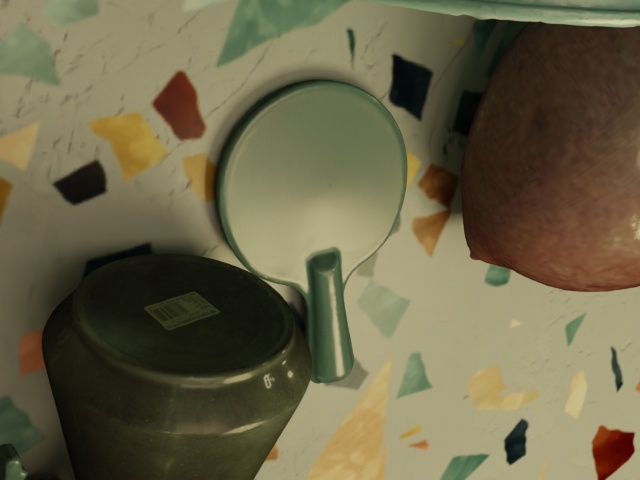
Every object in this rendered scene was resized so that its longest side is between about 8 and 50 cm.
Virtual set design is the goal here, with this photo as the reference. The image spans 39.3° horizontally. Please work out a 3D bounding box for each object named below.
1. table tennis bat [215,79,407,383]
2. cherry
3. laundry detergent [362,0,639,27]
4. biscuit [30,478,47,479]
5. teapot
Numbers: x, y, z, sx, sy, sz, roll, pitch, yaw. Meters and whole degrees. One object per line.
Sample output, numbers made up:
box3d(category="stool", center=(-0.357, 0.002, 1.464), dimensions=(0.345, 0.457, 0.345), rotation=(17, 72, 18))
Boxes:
box3d(category="table tennis bat", center=(0.000, 0.000, 0.677), dimensions=(0.152, 0.040, 0.244), rotation=(-14, 116, -21))
box3d(category="cherry", center=(0.220, -0.060, 0.662), dimensions=(0.239, 0.206, 0.239), rotation=(-21, 125, -33))
box3d(category="laundry detergent", center=(0.103, -0.285, 0.438), dimensions=(0.287, 0.287, 0.305), rotation=(-8, 118, -25))
box3d(category="biscuit", center=(-0.330, 0.256, 0.619), dimensions=(0.299, 0.045, 0.154), rotation=(-4, 115, -28))
box3d(category="teapot", center=(-0.117, 0.142, 0.605), dimensions=(0.203, 0.171, 0.225), rotation=(-11, 125, -38))
